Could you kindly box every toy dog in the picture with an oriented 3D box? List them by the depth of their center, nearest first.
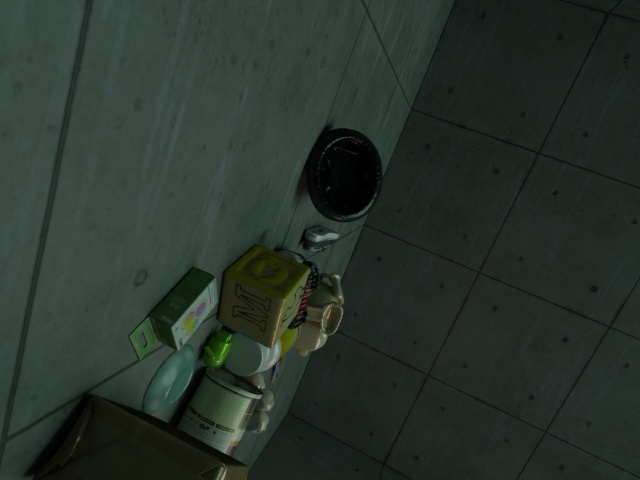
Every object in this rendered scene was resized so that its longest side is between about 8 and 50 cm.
[{"bbox_3d":[-0.009,0.315,1.941,0.408,0.285,0.394,-66,155,-65],"label":"toy dog"}]

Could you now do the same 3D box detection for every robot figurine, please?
[{"bbox_3d":[-0.311,0.328,1.217,0.101,0.067,0.115,39,75,-86],"label":"robot figurine"}]

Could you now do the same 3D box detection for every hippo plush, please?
[{"bbox_3d":[-0.274,0.604,1.505,0.293,0.235,0.236,-66,168,-4],"label":"hippo plush"}]

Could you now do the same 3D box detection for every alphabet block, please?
[{"bbox_3d":[-0.169,0.161,1.211,0.192,0.194,0.197,-52,162,-55],"label":"alphabet block"}]

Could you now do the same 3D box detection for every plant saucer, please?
[{"bbox_3d":[-0.382,0.371,1.065,0.195,0.038,0.194,23,90,-79],"label":"plant saucer"}]

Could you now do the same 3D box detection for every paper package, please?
[{"bbox_3d":[-0.331,0.475,0.824,0.324,0.310,0.168,93,21,-61],"label":"paper package"}]

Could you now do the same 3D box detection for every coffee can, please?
[{"bbox_3d":[-0.331,0.564,1.261,0.275,0.202,0.201,-64,168,-12],"label":"coffee can"}]

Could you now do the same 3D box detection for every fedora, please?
[{"bbox_3d":[0.067,-0.233,1.485,0.333,0.334,0.153,-65,-157,-8],"label":"fedora"}]

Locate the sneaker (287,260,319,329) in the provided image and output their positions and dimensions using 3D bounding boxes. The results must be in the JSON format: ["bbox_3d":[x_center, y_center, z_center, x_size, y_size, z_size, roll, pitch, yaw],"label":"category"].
[{"bbox_3d":[-0.090,0.168,1.369,0.098,0.135,0.275,-17,136,-43],"label":"sneaker"}]

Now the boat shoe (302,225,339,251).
[{"bbox_3d":[0.000,0.000,1.846,0.102,0.108,0.301,-69,165,13],"label":"boat shoe"}]

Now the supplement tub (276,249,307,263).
[{"bbox_3d":[-0.112,0.099,1.518,0.116,0.117,0.190,-66,168,-1],"label":"supplement tub"}]

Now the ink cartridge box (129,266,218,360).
[{"bbox_3d":[-0.316,0.171,0.904,0.209,0.062,0.108,-55,165,-40],"label":"ink cartridge box"}]

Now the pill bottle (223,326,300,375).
[{"bbox_3d":[-0.203,0.341,1.418,0.187,0.188,0.334,-68,169,10],"label":"pill bottle"}]

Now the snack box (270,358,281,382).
[{"bbox_3d":[-0.262,0.756,2.367,0.064,0.022,0.178,-50,160,-49],"label":"snack box"}]
